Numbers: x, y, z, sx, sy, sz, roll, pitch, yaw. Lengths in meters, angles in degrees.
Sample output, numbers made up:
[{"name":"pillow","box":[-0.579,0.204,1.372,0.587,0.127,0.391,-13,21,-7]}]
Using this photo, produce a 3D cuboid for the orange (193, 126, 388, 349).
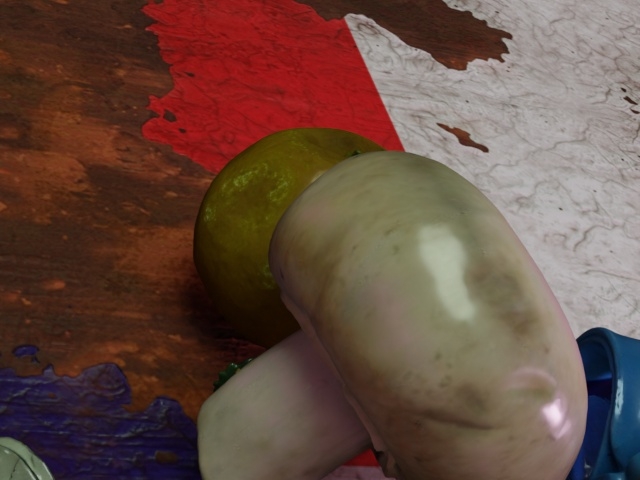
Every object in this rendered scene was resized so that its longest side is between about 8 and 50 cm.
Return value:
[{"name":"orange","box":[0.000,0.000,1.501,0.279,0.235,0.279,22,30,-13]}]

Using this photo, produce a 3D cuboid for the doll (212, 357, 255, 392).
[{"name":"doll","box":[-0.049,0.174,1.385,0.076,0.078,0.113,-12,47,-40]}]

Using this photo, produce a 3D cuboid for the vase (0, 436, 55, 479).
[{"name":"vase","box":[-0.357,0.256,1.048,0.173,0.173,0.321,43,33,23]}]

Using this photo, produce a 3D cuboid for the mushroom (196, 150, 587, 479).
[{"name":"mushroom","box":[0.073,0.091,1.252,0.353,0.353,0.325,14,58,-14]}]

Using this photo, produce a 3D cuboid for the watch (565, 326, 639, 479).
[{"name":"watch","box":[0.312,0.206,1.364,0.241,0.305,0.274,19,44,-9]}]
